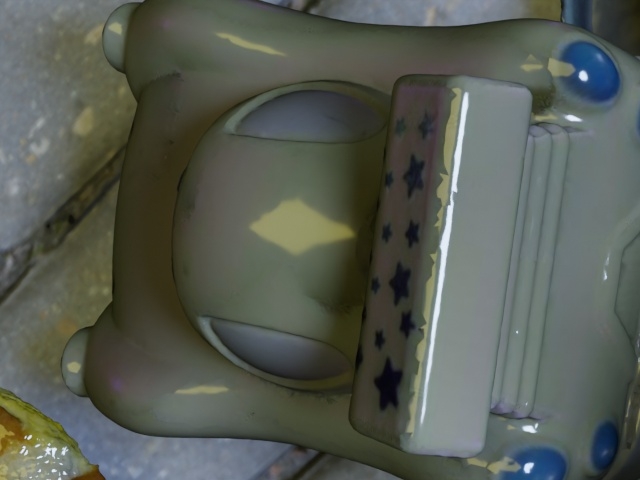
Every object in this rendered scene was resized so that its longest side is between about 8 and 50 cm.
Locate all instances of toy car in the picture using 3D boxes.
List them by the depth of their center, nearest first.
[{"bbox_3d":[0.000,0.000,0.983,0.336,0.226,0.242,10,94,39],"label":"toy car"}]

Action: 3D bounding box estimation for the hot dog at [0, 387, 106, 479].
[{"bbox_3d":[-0.163,0.192,1.132,0.123,0.093,0.262,-13,88,15],"label":"hot dog"}]

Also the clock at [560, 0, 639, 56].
[{"bbox_3d":[0.278,-0.133,0.997,0.318,0.066,0.319,-6,77,26],"label":"clock"}]
